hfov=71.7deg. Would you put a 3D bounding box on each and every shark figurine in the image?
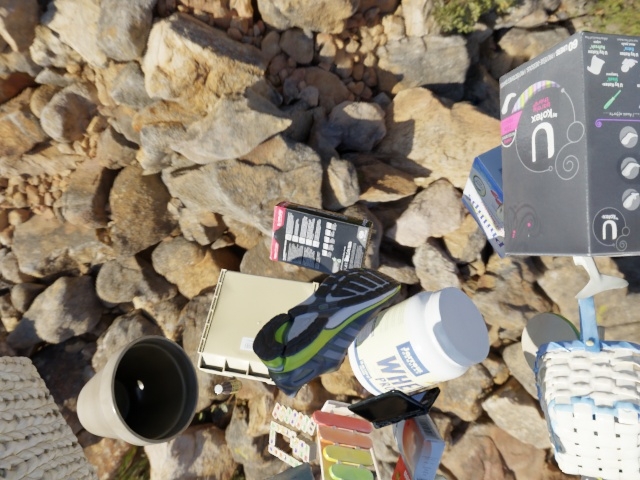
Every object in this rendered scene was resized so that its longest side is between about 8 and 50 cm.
[{"bbox_3d":[0.475,-0.024,0.856,0.116,0.166,0.278,-34,58,-9],"label":"shark figurine"}]

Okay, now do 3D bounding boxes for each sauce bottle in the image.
[{"bbox_3d":[-0.288,0.460,1.385,0.042,0.128,0.042,-3,78,15],"label":"sauce bottle"}]

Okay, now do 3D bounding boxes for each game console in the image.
[{"bbox_3d":[0.128,0.275,0.768,0.122,0.107,0.071,-36,84,38],"label":"game console"}]

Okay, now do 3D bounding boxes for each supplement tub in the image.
[{"bbox_3d":[0.260,0.278,1.207,0.235,0.325,0.236,24,49,-30],"label":"supplement tub"}]

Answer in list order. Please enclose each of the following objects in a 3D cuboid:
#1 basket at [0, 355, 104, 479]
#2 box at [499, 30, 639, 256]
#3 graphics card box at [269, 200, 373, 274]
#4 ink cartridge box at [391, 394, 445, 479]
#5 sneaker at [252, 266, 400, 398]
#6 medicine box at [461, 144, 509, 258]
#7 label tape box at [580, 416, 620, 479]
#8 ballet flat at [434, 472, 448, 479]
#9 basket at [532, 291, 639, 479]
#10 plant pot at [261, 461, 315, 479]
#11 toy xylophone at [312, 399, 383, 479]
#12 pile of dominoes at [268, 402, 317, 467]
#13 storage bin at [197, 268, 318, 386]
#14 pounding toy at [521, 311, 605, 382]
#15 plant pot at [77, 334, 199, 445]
[{"bbox_3d":[-0.450,0.309,0.469,0.331,0.328,0.266,-28,82,-21],"label":"basket"},{"bbox_3d":[0.356,-0.115,0.606,0.143,0.165,0.271,-2,89,-12],"label":"box"},{"bbox_3d":[0.000,0.000,1.703,0.370,0.094,0.233,14,114,13],"label":"graphics card box"},{"bbox_3d":[0.156,0.396,0.800,0.045,0.145,0.179,17,98,-9],"label":"ink cartridge box"},{"bbox_3d":[0.022,0.146,0.755,0.300,0.111,0.121,-28,128,-29],"label":"sneaker"},{"bbox_3d":[0.600,-0.124,1.414,0.149,0.289,0.264,-24,66,-3],"label":"medicine box"},{"bbox_3d":[0.711,0.574,0.971,0.105,0.240,0.334,19,83,-14],"label":"label tape box"},{"bbox_3d":[0.167,0.539,0.930,0.213,0.068,0.072,-27,54,26],"label":"ballet flat"},{"bbox_3d":[0.518,0.277,0.842,0.201,0.289,0.255,-8,122,26],"label":"basket"},{"bbox_3d":[-0.099,0.491,0.598,0.252,0.248,0.247,-12,79,-9],"label":"plant pot"},{"bbox_3d":[0.093,0.620,1.263,0.236,0.323,0.081,16,123,-29],"label":"toy xylophone"},{"bbox_3d":[-0.111,0.695,1.562,0.040,0.251,0.196,6,87,-44],"label":"pile of dominoes"},{"bbox_3d":[-0.145,0.224,1.129,0.262,0.123,0.261,8,66,8],"label":"storage bin"},{"bbox_3d":[0.656,0.282,1.152,0.110,0.237,0.183,1,91,-22],"label":"pounding toy"},{"bbox_3d":[-0.604,0.493,1.403,0.280,0.323,0.323,-23,97,25],"label":"plant pot"}]
